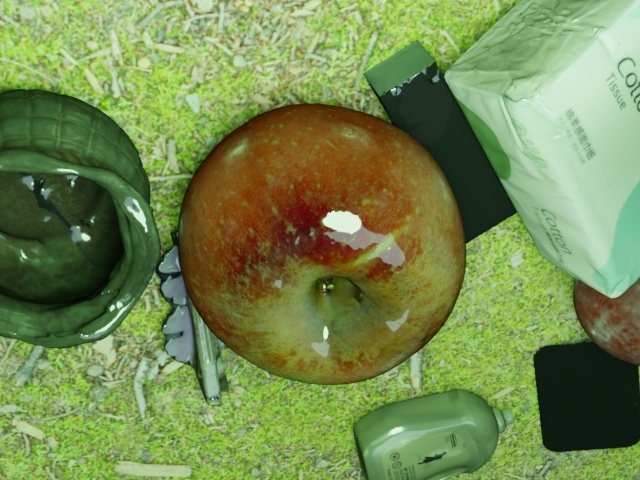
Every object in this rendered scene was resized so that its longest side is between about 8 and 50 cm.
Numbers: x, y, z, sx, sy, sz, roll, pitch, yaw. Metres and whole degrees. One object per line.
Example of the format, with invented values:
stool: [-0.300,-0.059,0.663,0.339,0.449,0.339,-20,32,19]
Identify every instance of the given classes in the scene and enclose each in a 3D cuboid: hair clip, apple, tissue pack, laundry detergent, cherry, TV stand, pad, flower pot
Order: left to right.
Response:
flower pot: [-0.339,-0.015,1.195,0.301,0.213,0.302,-7,122,-12]
hair clip: [-0.170,0.102,1.402,0.106,0.084,0.292,-8,118,-5]
apple: [0.000,0.000,1.244,0.348,0.277,0.348,-2,120,-3]
laundry detergent: [0.187,0.319,1.626,0.253,0.091,0.181,-16,125,-6]
TV stand: [0.161,-0.126,1.349,0.088,0.083,0.269,-32,123,6]
tissue pack: [0.359,-0.143,1.301,0.266,0.194,0.356,-42,125,-9]
pad: [0.521,0.236,1.690,0.323,0.055,0.250,-17,124,-5]
cherry: [0.508,0.068,1.476,0.285,0.236,0.213,-7,148,21]
